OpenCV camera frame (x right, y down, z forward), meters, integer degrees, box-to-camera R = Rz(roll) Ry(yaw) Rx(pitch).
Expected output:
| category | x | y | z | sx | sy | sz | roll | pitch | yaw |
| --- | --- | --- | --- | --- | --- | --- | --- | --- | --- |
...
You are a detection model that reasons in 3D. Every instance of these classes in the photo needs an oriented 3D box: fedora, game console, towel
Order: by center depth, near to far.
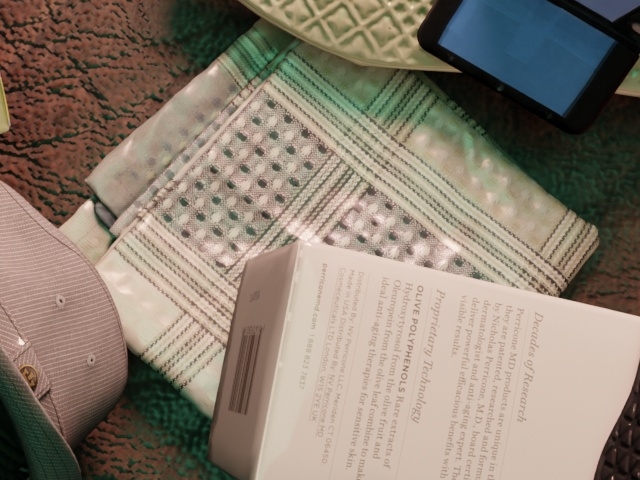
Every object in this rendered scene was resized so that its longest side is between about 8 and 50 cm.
| category | x | y | z | sx | sy | sz | roll | pitch | yaw |
| --- | --- | --- | --- | --- | --- | --- | --- | --- | --- |
| game console | 0.154 | -0.146 | 0.875 | 0.144 | 0.124 | 0.085 | 29 | 84 | -5 |
| fedora | -0.229 | 0.053 | 0.891 | 0.124 | 0.244 | 0.275 | -41 | 108 | -33 |
| towel | 0.000 | 0.000 | 0.973 | 0.324 | 0.056 | 0.312 | 43 | 83 | 6 |

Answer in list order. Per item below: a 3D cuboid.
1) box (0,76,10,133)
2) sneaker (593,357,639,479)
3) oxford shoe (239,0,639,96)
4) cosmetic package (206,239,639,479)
| category | x | y | z | sx | sy | sz | roll | pitch | yaw |
| --- | --- | --- | --- | --- | --- | --- | --- | --- | --- |
| box | -0.365 | -0.140 | 0.876 | 0.243 | 0.117 | 0.213 | -19 | 43 | -19 |
| sneaker | 0.231 | 0.100 | 0.736 | 0.097 | 0.084 | 0.234 | 23 | 79 | -12 |
| oxford shoe | 0.107 | -0.208 | 0.967 | 0.449 | 0.130 | 0.169 | 14 | 113 | 0 |
| cosmetic package | 0.127 | 0.117 | 0.852 | 0.366 | 0.197 | 0.155 | 12 | 83 | -13 |
